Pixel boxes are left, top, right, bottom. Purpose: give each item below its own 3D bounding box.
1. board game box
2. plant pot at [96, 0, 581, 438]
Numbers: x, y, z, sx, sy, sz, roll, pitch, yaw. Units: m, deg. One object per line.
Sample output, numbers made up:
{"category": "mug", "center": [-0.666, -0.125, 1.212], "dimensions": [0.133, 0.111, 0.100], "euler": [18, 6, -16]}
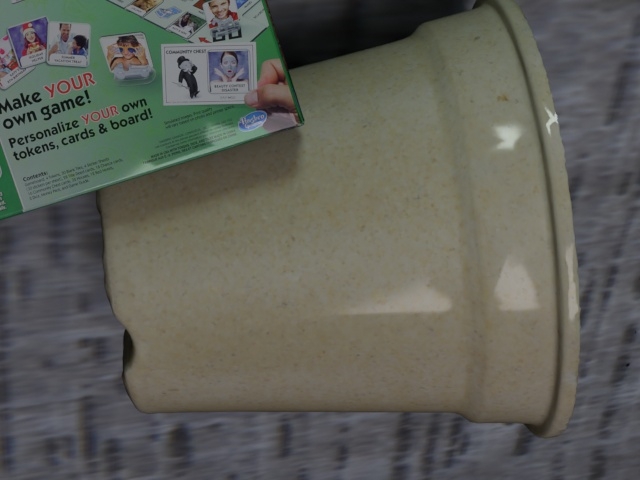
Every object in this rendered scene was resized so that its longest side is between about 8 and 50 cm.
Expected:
{"category": "board game box", "center": [-0.192, -0.128, 0.914], "dimensions": [0.317, 0.046, 0.213], "euler": [-17, 97, 3]}
{"category": "plant pot", "center": [0.000, 0.000, 1.055], "dimensions": [0.305, 0.334, 0.334], "euler": [-8, 131, -4]}
